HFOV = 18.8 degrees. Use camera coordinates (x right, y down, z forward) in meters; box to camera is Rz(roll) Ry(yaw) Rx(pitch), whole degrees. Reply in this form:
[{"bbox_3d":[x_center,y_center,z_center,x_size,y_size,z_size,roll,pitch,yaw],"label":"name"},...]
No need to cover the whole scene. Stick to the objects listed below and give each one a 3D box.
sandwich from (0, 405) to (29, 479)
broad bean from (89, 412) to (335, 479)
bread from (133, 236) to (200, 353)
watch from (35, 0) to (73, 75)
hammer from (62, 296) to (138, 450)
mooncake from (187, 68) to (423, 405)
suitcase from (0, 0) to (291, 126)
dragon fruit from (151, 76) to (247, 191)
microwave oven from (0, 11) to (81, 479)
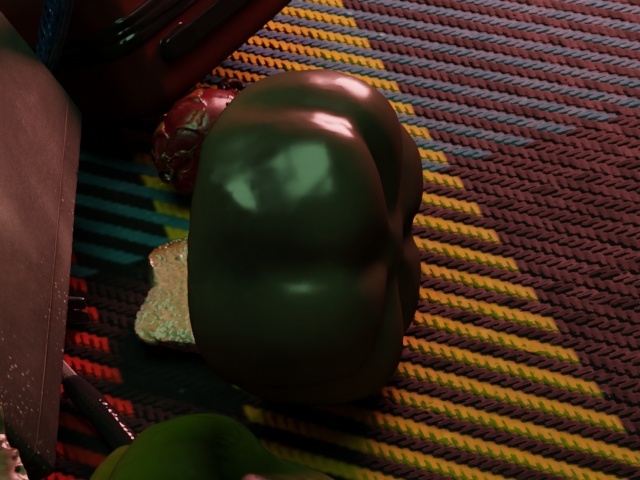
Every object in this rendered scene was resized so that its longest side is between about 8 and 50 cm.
[{"bbox_3d":[-0.286,0.244,1.298,0.227,0.198,0.155,-22,42,-16],"label":"sandwich"},{"bbox_3d":[-0.046,0.230,1.305,0.238,0.119,0.291,-4,38,-34],"label":"broad bean"},{"bbox_3d":[-0.090,0.052,1.620,0.129,0.044,0.126,7,49,14],"label":"bread"},{"bbox_3d":[-0.309,-0.154,1.718,0.276,0.274,0.068,-9,42,6],"label":"watch"},{"bbox_3d":[-0.189,0.122,1.565,0.103,0.029,0.246,-30,46,-23],"label":"hammer"},{"bbox_3d":[0.000,0.000,1.496,0.135,0.275,0.275,3,41,18],"label":"mooncake"},{"bbox_3d":[-0.169,-0.241,1.852,0.236,0.161,0.297,-3,32,45],"label":"suitcase"},{"bbox_3d":[-0.092,-0.111,1.782,0.094,0.094,0.190,6,32,17],"label":"dragon fruit"},{"bbox_3d":[-0.375,-0.031,1.487,0.236,0.374,0.432,-23,38,16],"label":"microwave oven"}]
